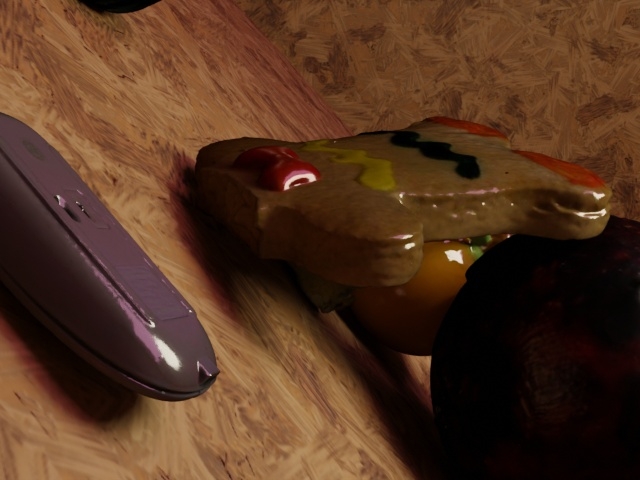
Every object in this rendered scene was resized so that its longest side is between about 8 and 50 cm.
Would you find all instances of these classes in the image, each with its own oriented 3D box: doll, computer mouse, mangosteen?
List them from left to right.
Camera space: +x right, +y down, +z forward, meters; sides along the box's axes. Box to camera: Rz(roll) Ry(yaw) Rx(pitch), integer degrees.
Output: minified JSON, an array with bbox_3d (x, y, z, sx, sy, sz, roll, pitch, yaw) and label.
[{"bbox_3d":[-0.153,0.010,0.628,0.232,0.057,0.120,48,10,8],"label":"computer mouse"},{"bbox_3d":[0.147,0.035,1.291,0.213,0.236,0.213,27,52,-41],"label":"doll"},{"bbox_3d":[0.316,0.144,1.143,0.421,0.381,0.381,-31,78,-40],"label":"mangosteen"}]

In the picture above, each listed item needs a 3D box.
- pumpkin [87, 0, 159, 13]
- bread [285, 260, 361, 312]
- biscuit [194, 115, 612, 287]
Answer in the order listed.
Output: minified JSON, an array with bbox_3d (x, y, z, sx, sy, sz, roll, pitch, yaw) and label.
[{"bbox_3d":[-0.269,-0.447,1.303,0.315,0.238,0.315,46,16,-17],"label":"pumpkin"},{"bbox_3d":[0.000,0.001,1.183,0.110,0.103,0.156,51,2,-24],"label":"bread"},{"bbox_3d":[0.079,-0.064,1.064,0.394,0.076,0.368,-7,22,-24],"label":"biscuit"}]
